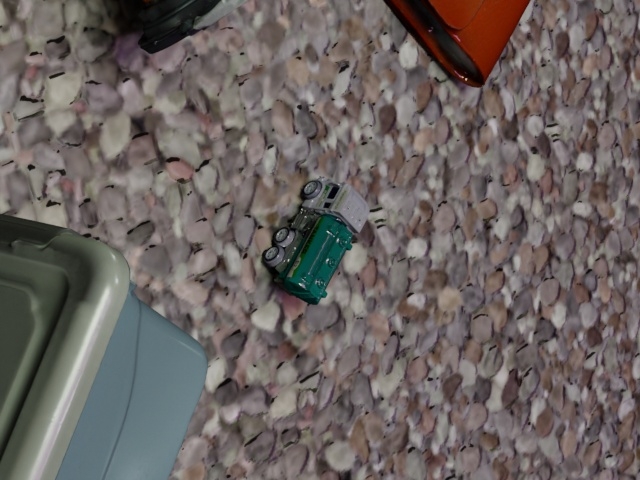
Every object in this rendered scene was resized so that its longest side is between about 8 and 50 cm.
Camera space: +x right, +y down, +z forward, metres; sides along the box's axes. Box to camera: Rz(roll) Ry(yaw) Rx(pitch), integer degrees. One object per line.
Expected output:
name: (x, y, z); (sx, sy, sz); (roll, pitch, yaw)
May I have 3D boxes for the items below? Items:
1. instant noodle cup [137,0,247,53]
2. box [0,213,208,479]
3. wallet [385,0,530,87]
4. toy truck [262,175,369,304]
instant noodle cup: (-0.061, -0.204, 0.803); (0.178, 0.208, 0.125); (-34, 105, 9)
box: (-0.166, 0.106, 0.731); (0.130, 0.162, 0.227); (36, 70, -50)
wallet: (0.118, -0.228, 1.039); (0.142, 0.045, 0.204); (47, 63, -34)
toy truck: (0.000, 0.000, 0.948); (0.039, 0.044, 0.083); (46, 64, -38)
